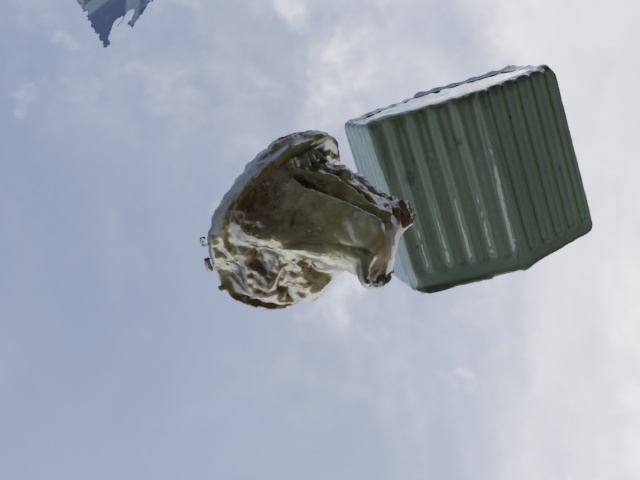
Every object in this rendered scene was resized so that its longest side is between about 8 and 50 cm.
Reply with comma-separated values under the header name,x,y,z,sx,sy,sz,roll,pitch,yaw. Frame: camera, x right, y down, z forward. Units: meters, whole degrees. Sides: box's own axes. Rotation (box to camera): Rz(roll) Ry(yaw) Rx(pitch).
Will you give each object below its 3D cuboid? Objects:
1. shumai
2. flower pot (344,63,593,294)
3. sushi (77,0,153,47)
name,x,y,z,sx,sy,sz,roll,pitch,yaw
shumai,0.001,-0.003,0.678,0.145,0.116,0.145,-45,-26,-29
flower pot,0.156,-0.071,1.040,0.209,0.239,0.190,-19,-81,-5
sushi,-0.079,-0.276,0.545,0.290,0.264,0.050,-47,-48,12
